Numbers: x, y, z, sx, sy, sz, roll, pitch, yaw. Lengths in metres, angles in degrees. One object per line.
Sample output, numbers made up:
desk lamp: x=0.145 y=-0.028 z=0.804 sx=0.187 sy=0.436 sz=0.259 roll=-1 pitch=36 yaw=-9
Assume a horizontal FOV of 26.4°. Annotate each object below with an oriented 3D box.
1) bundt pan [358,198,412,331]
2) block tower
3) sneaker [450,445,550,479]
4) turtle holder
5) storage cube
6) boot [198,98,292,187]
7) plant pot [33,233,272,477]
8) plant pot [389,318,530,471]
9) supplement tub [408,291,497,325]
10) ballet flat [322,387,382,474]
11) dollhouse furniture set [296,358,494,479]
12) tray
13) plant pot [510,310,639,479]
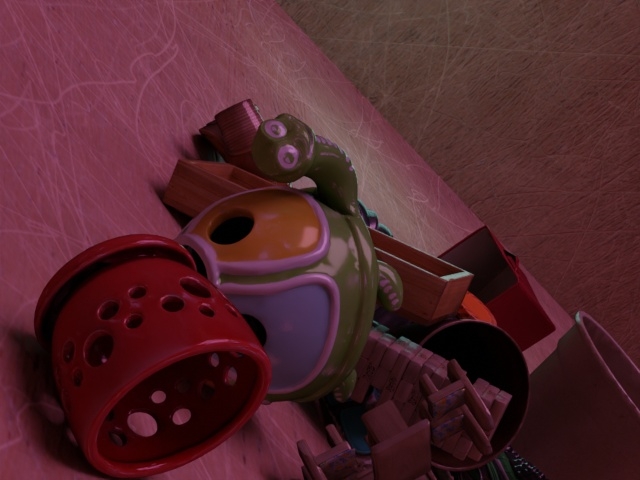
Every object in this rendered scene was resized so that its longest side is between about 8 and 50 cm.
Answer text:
bundt pan: x=0.064 y=0.040 z=2.300 sx=0.331 sy=0.124 sz=0.331 roll=48 pitch=14 yaw=-16
block tower: x=0.082 y=0.170 z=1.807 sx=0.335 sy=0.097 sz=0.091 roll=26 pitch=11 yaw=11
sneaker: x=0.234 y=0.360 z=2.022 sx=0.134 sy=0.146 sz=0.343 roll=56 pitch=-8 yaw=-33
turtle holder: x=-0.051 y=0.043 z=1.554 sx=0.227 sy=0.320 sz=0.243 roll=3 pitch=52 yaw=-38
storage cube: x=0.335 y=0.125 z=2.773 sx=0.193 sy=0.215 sz=0.184 roll=47 pitch=13 yaw=-42
boot: x=-0.098 y=-0.107 z=2.194 sx=0.220 sy=0.109 sz=0.283 roll=66 pitch=-12 yaw=-3
plant pot: x=-0.164 y=0.100 z=1.288 sx=0.191 sy=0.191 sz=0.174 roll=32 pitch=22 yaw=-54
plant pot: x=0.154 y=0.206 z=2.004 sx=0.215 sy=0.215 sz=0.230 roll=46 pitch=-14 yaw=-22
supplement tub: x=0.186 y=0.172 z=2.181 sx=0.117 sy=0.190 sz=0.117 roll=37 pitch=19 yaw=-15
ballet flat: x=0.053 y=0.248 z=1.872 sx=0.241 sy=0.091 sz=0.077 roll=-97 pitch=177 yaw=-57
dollhouse furniture set: x=0.110 y=0.299 z=1.628 sx=0.161 sy=0.212 sz=0.242 roll=58 pitch=-12 yaw=29
tray: x=0.000 y=0.000 z=1.924 sx=0.410 sy=0.076 sz=0.203 roll=24 pitch=8 yaw=15
plant pot: x=0.413 y=0.341 z=2.267 sx=0.334 sy=0.305 sz=0.334 roll=47 pitch=14 yaw=-16
